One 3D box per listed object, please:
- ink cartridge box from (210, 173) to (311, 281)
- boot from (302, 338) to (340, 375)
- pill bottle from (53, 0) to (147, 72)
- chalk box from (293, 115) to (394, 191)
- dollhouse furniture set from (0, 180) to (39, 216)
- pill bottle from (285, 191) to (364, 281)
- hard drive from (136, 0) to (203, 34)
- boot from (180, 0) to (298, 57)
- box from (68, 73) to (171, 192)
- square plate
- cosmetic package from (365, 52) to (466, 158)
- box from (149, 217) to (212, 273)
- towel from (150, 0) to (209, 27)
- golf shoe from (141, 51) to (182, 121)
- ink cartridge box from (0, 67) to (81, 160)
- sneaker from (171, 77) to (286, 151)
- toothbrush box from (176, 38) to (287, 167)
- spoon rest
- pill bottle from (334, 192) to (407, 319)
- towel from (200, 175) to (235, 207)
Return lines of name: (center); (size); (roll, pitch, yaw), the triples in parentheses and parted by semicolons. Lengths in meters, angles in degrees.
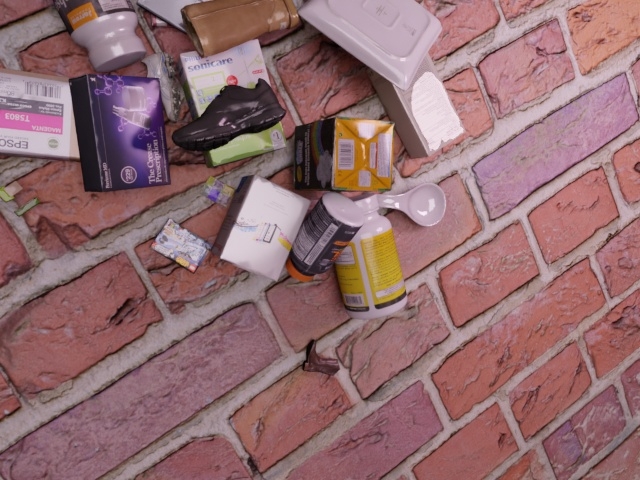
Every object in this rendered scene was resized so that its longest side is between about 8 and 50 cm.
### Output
ink cartridge box: (-0.164, -0.035, 1.365); (0.168, 0.171, 0.232); (24, 87, -20)
boot: (0.012, 0.353, 1.536); (0.114, 0.037, 0.106); (13, 103, -18)
pill bottle: (-0.528, -0.551, 1.190); (0.162, 0.162, 0.278); (-27, 103, -16)
chalk box: (0.041, -0.220, 1.364); (0.179, 0.289, 0.180); (-1, 97, -27)
dollhouse furniture set: (-0.741, -0.132, 1.201); (0.058, 0.076, 0.151); (-45, 110, -24)
pill bottle: (0.000, 0.000, 1.350); (0.130, 0.130, 0.245); (22, 125, -21)
hard drive: (-0.379, -0.599, 1.285); (0.135, 0.022, 0.094); (27, 89, -20)
boot: (-0.216, -0.594, 1.262); (0.269, 0.089, 0.236); (-25, 79, -20)
box: (-0.475, -0.254, 1.222); (0.184, 0.103, 0.261); (-15, 106, -44)
square plate: (0.157, -0.609, 1.385); (0.344, 0.049, 0.347); (34, 56, -6)
cosmetic package: (0.286, -0.418, 1.528); (0.160, 0.113, 0.309); (-34, 106, -15)
box: (-0.373, 0.016, 1.369); (0.137, 0.027, 0.094); (35, 81, -19)
towel: (-0.284, -0.678, 1.337); (0.329, 0.037, 0.237); (-7, 99, -18)
golf shoe: (-0.409, -0.390, 1.311); (0.086, 0.069, 0.176); (-8, 95, 1)
ink cartridge box: (-0.675, -0.292, 1.198); (0.235, 0.088, 0.193); (2, 93, -21)
sneaker: (-0.230, -0.304, 1.236); (0.286, 0.109, 0.130); (-25, 93, -23)
toothbrush box: (-0.233, -0.353, 1.338); (0.206, 0.122, 0.283); (-18, 99, -18)
spoon rest: (0.269, -0.113, 1.565); (0.276, 0.084, 0.137); (1, 95, -20)
pill bottle: (0.128, 0.042, 1.471); (0.188, 0.188, 0.334); (-17, 101, -18)
towel: (-0.280, -0.133, 1.399); (0.083, 0.009, 0.060); (31, 85, -20)
